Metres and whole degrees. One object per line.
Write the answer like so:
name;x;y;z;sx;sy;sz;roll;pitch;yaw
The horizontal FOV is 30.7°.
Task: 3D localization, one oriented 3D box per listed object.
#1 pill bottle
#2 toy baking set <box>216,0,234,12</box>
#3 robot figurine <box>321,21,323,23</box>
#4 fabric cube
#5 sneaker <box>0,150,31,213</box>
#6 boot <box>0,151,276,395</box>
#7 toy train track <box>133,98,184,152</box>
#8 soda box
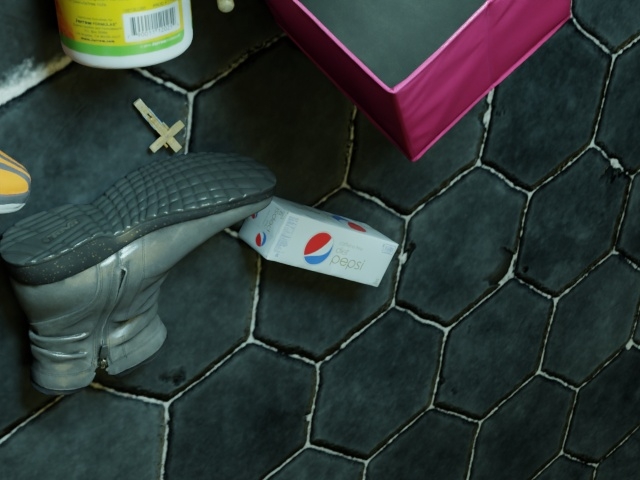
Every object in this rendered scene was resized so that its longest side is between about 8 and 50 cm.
pill bottle;-0.202;-0.306;1.150;0.136;0.136;0.245;-21;127;-30
toy baking set;-0.120;-0.323;1.147;0.030;0.256;0.197;-13;157;3
robot figurine;0.115;-0.318;1.449;0.291;0.085;0.211;-44;135;-10
fabric cube;0.094;-0.281;1.218;0.259;0.254;0.258;-44;164;0
sneaker;-0.382;-0.147;1.103;0.321;0.124;0.180;26;98;-46
boot;-0.205;0.037;1.389;0.338;0.118;0.222;-19;130;-17
toy train track;-0.190;-0.135;1.353;0.048;0.014;0.083;-41;129;-3
soda box;0.000;0.000;1.550;0.216;0.074;0.069;16;104;-44
